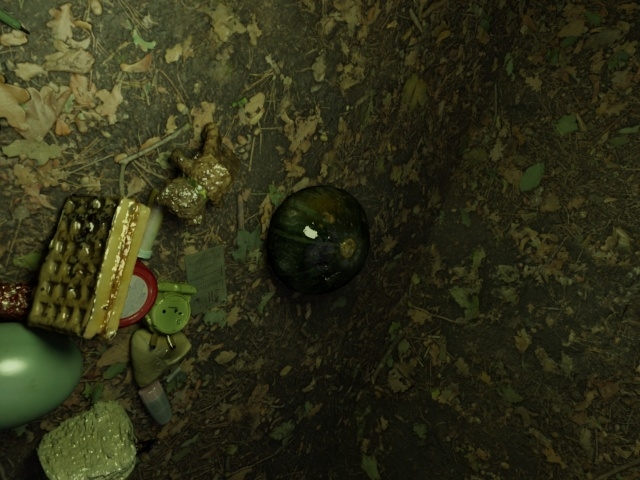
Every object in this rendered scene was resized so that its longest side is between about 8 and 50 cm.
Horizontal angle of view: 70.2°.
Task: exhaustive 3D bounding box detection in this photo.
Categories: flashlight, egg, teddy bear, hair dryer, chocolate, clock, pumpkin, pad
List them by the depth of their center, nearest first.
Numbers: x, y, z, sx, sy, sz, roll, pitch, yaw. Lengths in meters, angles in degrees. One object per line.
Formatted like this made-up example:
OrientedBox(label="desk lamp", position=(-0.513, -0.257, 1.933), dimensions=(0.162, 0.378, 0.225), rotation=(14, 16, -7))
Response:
OrientedBox(label="hair dryer", position=(-0.714, -0.500, 1.009), dimensions=(0.047, 0.071, 0.150), rotation=(-59, 156, -1))
OrientedBox(label="egg", position=(-0.832, 0.354, 1.192), dimensions=(0.389, 0.276, 0.275), rotation=(7, 106, -48))
OrientedBox(label="teddy bear", position=(-0.377, -0.199, 1.433), dimensions=(0.223, 0.296, 0.246), rotation=(-25, 131, 9))
OrientedBox(label="clock", position=(-0.527, 0.257, 1.576), dimensions=(0.170, 0.069, 0.231), rotation=(13, 85, -50))
OrientedBox(label="pad", position=(-0.425, 0.152, 1.713), dimensions=(0.160, 0.009, 0.264), rotation=(-22, 126, -37))
OrientedBox(label="chocolate", position=(-0.697, 0.788, 1.747), dimensions=(0.072, 0.070, 0.147), rotation=(-32, 138, 8))
OrientedBox(label="flashlight", position=(-0.573, 0.521, 1.757), dimensions=(0.083, 0.018, 0.018), rotation=(-47, 137, -17))
OrientedBox(label="pumpkin", position=(0.000, 0.000, 1.814), dimensions=(0.455, 0.344, 0.453), rotation=(-24, 123, -42))

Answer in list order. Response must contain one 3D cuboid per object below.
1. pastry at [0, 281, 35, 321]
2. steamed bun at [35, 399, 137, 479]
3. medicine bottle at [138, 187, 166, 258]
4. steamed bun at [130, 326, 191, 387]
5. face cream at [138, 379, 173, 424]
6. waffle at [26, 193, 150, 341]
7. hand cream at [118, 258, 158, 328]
OrientedBox(label="pastry", position=(-0.797, 0.177, 1.257), dimensions=(0.209, 0.115, 0.097), rotation=(21, 60, -50))
OrientedBox(label="steamed bun", position=(-0.765, 0.699, 1.476), dimensions=(0.273, 0.290, 0.273), rotation=(2, 118, -32))
OrientedBox(label="medicine bottle", position=(-0.536, -0.056, 1.434), dimensions=(0.074, 0.074, 0.218), rotation=(17, 97, -49))
OrientedBox(label="steamed bun", position=(-0.563, 0.403, 1.636), dimensions=(0.213, 0.110, 0.231), rotation=(-21, 128, -38))
OrientedBox(label="face cream", position=(-0.624, 0.619, 1.732), dimensions=(0.084, 0.057, 0.198), rotation=(-32, 130, -32))
OrientedBox(label="waffle", position=(-0.607, 0.063, 1.199), dimensions=(0.114, 0.261, 0.375), rotation=(31, 67, -56))
OrientedBox(label="hand cream", position=(-0.627, 0.146, 1.392), dimensions=(0.230, 0.149, 0.230), rotation=(-21, 123, -37))
